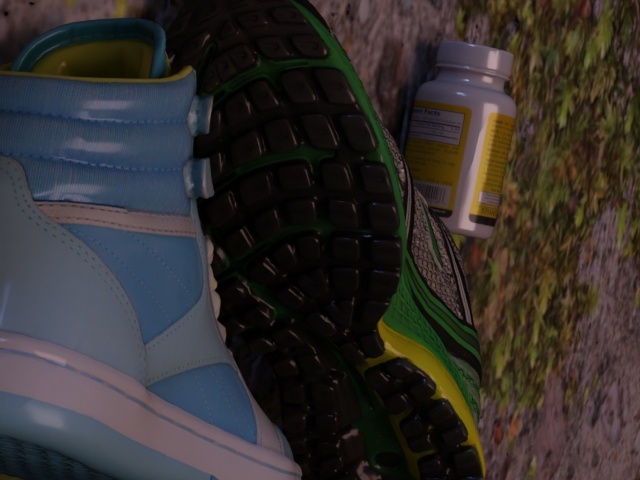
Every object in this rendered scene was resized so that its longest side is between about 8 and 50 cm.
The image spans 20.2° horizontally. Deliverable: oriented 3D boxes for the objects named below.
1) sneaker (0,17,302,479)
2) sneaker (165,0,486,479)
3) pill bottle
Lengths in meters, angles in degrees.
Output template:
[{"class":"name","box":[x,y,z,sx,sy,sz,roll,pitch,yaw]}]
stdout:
[{"class":"sneaker","box":[-0.078,0.017,0.837,0.319,0.127,0.208,44,51,-67]},{"class":"sneaker","box":[0.000,0.000,0.974,0.146,0.134,0.343,-80,155,-50]},{"class":"pill bottle","box":[0.086,-0.063,1.113,0.065,0.065,0.116,8,94,-58]}]
